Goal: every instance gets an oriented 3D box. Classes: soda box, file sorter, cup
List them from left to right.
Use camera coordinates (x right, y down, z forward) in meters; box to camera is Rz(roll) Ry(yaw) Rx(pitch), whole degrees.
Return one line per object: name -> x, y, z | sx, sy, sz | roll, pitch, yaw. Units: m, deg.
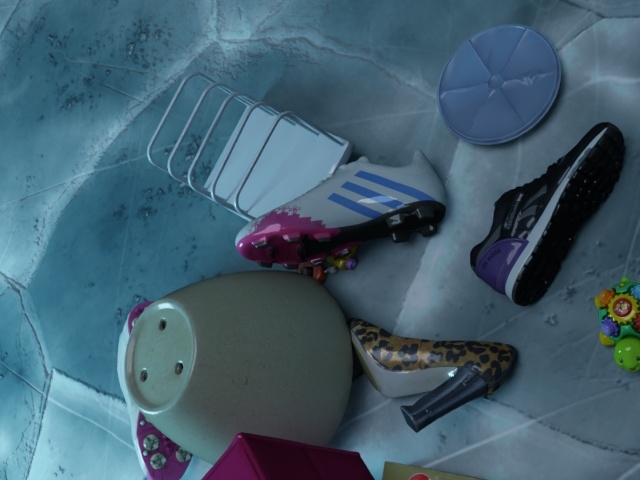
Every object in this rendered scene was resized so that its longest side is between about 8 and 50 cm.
cup -> -0.151, 0.189, 1.481 | 0.331, 0.237, 0.331 | -14, 69, 41
file sorter -> -0.125, -0.143, 1.632 | 0.277, 0.173, 0.193 | 29, 91, 44
soda box -> 0.175, 0.350, 1.362 | 0.181, 0.061, 0.058 | 2, 75, 34

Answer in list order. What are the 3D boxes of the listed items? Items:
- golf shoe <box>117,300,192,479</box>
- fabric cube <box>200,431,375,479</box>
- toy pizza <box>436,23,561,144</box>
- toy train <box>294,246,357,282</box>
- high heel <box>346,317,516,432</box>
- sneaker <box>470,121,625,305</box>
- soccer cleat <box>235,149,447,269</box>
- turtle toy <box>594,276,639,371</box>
golf shoe -> -0.283, 0.263, 1.676 | 0.140, 0.115, 0.306 | -31, 61, 55
fabric cube -> -0.040, 0.441, 1.284 | 0.254, 0.259, 0.258 | -51, 48, 18
toy pizza -> 0.275, -0.238, 1.517 | 0.201, 0.032, 0.201 | -11, 67, 28
toy train -> 0.000, 0.000, 1.603 | 0.125, 0.046, 0.166 | -4, 72, 31
high heel -> 0.158, 0.158, 1.453 | 0.186, 0.093, 0.261 | -29, 38, -11
sneaker -> 0.309, -0.058, 1.393 | 0.124, 0.107, 0.283 | 37, 95, 42
soccer cleat -> 0.028, -0.052, 1.526 | 0.331, 0.116, 0.143 | -11, 61, 1
turtle toy -> 0.406, 0.109, 1.294 | 0.095, 0.066, 0.130 | -13, 67, 29
